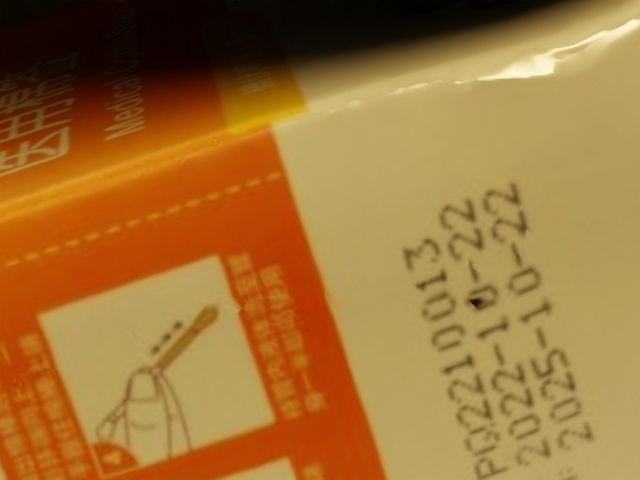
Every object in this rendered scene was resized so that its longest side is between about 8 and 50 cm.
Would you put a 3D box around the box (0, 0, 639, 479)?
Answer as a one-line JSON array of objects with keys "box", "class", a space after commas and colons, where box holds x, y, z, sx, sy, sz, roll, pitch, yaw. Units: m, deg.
[{"box": [0.000, 0.000, 0.444, 0.341, 0.143, 0.225, -19, -160, 0], "class": "box"}]

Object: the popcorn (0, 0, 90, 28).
[{"box": [-0.044, -0.133, 0.618, 0.204, 0.183, 0.221, -48, 166, 5], "class": "popcorn"}]
